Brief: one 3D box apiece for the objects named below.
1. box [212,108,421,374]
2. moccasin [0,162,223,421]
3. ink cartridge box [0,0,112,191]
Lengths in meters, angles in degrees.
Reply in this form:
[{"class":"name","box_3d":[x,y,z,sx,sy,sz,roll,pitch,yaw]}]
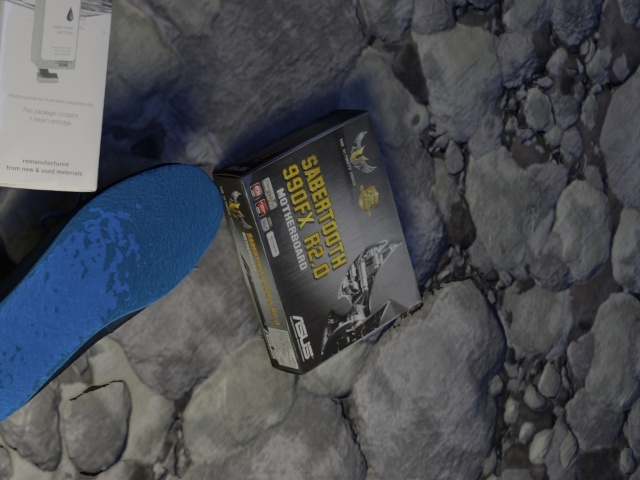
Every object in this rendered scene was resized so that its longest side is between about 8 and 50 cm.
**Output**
[{"class":"box","box_3d":[0.000,0.000,2.003,0.183,0.056,0.231,-29,113,-32]},{"class":"moccasin","box_3d":[-0.245,0.038,1.777,0.342,0.117,0.137,-37,105,-24]},{"class":"ink cartridge box","box_3d":[-0.284,-0.191,1.652,0.117,0.207,0.283,3,93,-41]}]
